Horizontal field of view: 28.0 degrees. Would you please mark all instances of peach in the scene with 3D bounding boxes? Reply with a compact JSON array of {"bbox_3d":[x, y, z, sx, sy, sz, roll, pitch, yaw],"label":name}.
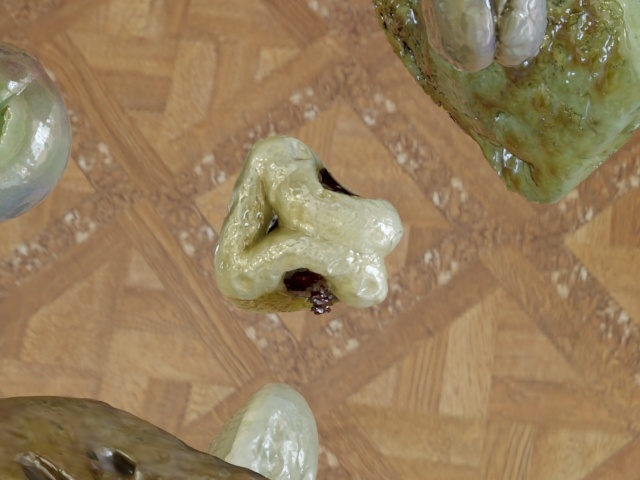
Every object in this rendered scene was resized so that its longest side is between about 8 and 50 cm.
[{"bbox_3d":[-0.144,-0.045,0.530,0.083,0.083,0.083,-3,67,7],"label":"peach"}]

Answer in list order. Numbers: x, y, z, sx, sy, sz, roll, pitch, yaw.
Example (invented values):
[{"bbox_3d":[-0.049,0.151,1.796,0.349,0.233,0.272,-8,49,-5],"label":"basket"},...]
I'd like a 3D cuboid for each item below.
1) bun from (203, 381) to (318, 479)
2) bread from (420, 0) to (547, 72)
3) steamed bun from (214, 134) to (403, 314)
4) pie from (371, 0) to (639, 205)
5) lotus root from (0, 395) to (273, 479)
[{"bbox_3d":[-0.076,0.250,1.240,0.116,0.210,0.237,39,59,-1],"label":"bun"},{"bbox_3d":[0.094,-0.295,0.937,0.102,0.183,0.337,-12,80,6],"label":"bread"},{"bbox_3d":[0.000,0.000,1.230,0.155,0.141,0.172,16,83,23],"label":"steamed bun"},{"bbox_3d":[0.233,-0.238,1.527,0.180,0.395,0.418,-22,60,-24],"label":"pie"},{"bbox_3d":[-0.146,0.214,0.618,0.316,0.316,0.250,38,115,21],"label":"lotus root"}]
